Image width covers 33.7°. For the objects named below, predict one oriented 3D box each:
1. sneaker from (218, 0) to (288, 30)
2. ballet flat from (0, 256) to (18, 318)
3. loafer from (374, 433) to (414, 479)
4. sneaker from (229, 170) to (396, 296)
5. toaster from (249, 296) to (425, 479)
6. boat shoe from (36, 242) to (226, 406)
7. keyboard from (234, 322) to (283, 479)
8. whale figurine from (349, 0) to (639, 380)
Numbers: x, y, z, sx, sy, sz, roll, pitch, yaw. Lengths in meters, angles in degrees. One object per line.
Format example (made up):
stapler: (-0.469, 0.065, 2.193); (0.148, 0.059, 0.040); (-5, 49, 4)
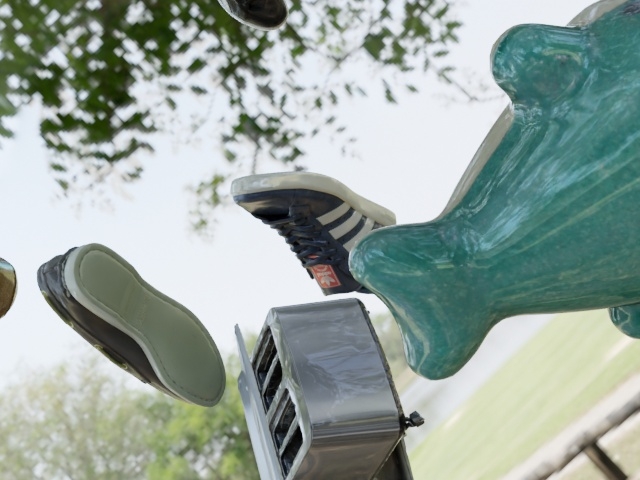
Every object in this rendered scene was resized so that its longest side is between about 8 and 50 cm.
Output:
sneaker: (-0.140, -0.398, 1.563); (0.079, 0.217, 0.121); (-47, 0, 2)
ballet flat: (-0.491, 0.120, 1.172); (0.342, 0.116, 0.124); (-34, -7, -16)
loafer: (0.079, 0.277, 1.565); (0.111, 0.319, 0.112); (-4, 15, 46)
sneaker: (0.000, 0.000, 1.538); (0.131, 0.148, 0.350); (-5, -15, 38)
toaster: (0.005, 0.163, 1.082); (0.110, 0.168, 0.185); (-4, -37, -23)
boat shoe: (-0.181, 0.088, 1.036); (0.069, 0.228, 0.081); (-13, 41, 36)
keyboard: (-0.049, 0.158, 0.880); (0.014, 0.072, 0.256); (-6, 24, -10)
whale figurine: (0.155, -0.019, 0.576); (0.272, 0.216, 0.141); (-32, 26, -4)
